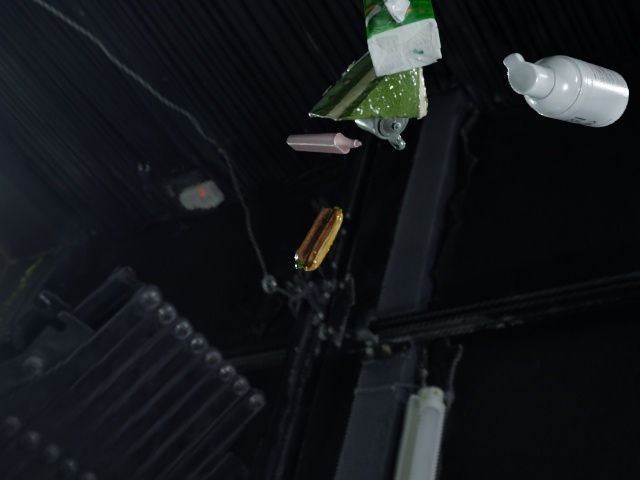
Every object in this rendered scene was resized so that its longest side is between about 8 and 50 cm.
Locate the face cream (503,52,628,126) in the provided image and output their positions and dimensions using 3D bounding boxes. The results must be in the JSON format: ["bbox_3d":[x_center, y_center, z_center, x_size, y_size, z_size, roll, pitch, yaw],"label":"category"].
[{"bbox_3d":[0.555,-0.351,1.759,0.145,0.370,0.145,0,-90,50],"label":"face cream"}]

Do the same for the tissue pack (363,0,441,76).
[{"bbox_3d":[0.169,-0.481,1.635,0.148,0.156,0.209,-11,-142,11],"label":"tissue pack"}]

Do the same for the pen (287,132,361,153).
[{"bbox_3d":[0.011,-0.207,1.614,0.197,0.053,0.032,9,-108,42],"label":"pen"}]

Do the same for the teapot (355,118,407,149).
[{"bbox_3d":[0.214,-0.384,2.405,0.162,0.239,0.149,-32,-135,-8],"label":"teapot"}]

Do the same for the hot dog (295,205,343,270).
[{"bbox_3d":[0.000,0.000,1.843,0.072,0.055,0.188,18,-109,39],"label":"hot dog"}]

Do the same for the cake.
[{"bbox_3d":[0.122,-0.316,1.821,0.158,0.172,0.283,8,-133,45],"label":"cake"}]
